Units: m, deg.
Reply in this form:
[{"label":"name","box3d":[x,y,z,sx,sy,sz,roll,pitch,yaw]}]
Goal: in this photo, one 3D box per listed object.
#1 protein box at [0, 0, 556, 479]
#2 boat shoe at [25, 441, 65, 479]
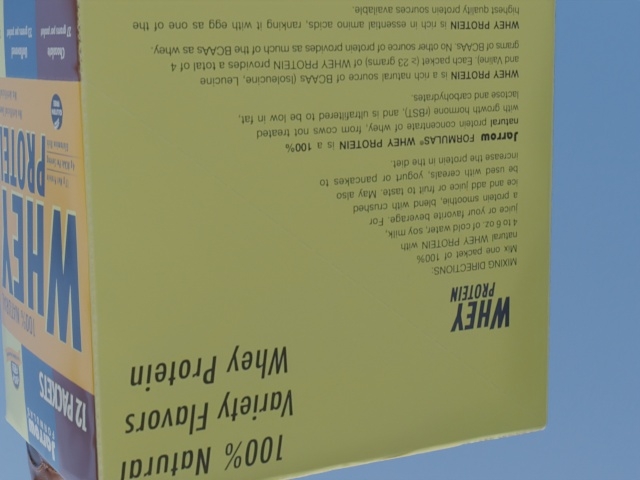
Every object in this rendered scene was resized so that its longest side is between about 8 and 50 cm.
[{"label":"protein box","box3d":[-0.023,-0.020,0.515,0.199,0.136,0.201,-6,-80,-28]},{"label":"boat shoe","box3d":[-0.156,0.081,0.815,0.073,0.073,0.207,-6,-137,-7]}]
